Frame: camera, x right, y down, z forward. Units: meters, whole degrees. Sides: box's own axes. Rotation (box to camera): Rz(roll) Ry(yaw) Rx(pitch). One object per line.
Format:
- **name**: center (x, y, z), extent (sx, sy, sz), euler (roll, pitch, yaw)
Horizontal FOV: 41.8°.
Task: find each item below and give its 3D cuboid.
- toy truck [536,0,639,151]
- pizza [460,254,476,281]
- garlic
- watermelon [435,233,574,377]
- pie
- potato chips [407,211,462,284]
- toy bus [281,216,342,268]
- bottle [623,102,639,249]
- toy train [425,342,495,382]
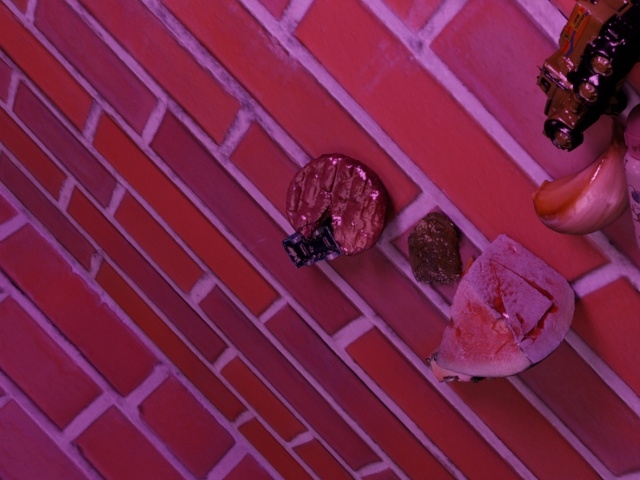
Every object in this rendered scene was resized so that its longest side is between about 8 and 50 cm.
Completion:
- **toy truck**: center (0.365, -0.236, 1.138), extent (0.127, 0.127, 0.257), euler (43, 162, 20)
- **pizza**: center (0.278, 0.094, 1.619), extent (0.029, 0.099, 0.100), euler (8, 133, 20)
- **garlic**: center (0.427, -0.075, 1.299), extent (0.115, 0.128, 0.206), euler (25, 139, -10)
- **watermelon**: center (0.307, 0.124, 1.518), extent (0.201, 0.213, 0.262), euler (54, 145, -10)
- **pie**: center (0.037, -0.072, 1.689), extent (0.219, 0.054, 0.204), euler (37, 116, 15)
- **potato chips**: center (0.231, 0.026, 1.670), extent (0.142, 0.026, 0.209), euler (44, 146, -1)
- **toy bus**: center (0.000, 0.000, 1.829), extent (0.160, 0.092, 0.079), euler (-19, 105, 47)
- **bottle**: center (0.493, -0.092, 1.196), extent (0.110, 0.110, 0.233), euler (10, 132, 42)
- **toy train**: center (0.305, 0.244, 1.744), extent (0.188, 0.099, 0.072), euler (-15, 110, 53)
